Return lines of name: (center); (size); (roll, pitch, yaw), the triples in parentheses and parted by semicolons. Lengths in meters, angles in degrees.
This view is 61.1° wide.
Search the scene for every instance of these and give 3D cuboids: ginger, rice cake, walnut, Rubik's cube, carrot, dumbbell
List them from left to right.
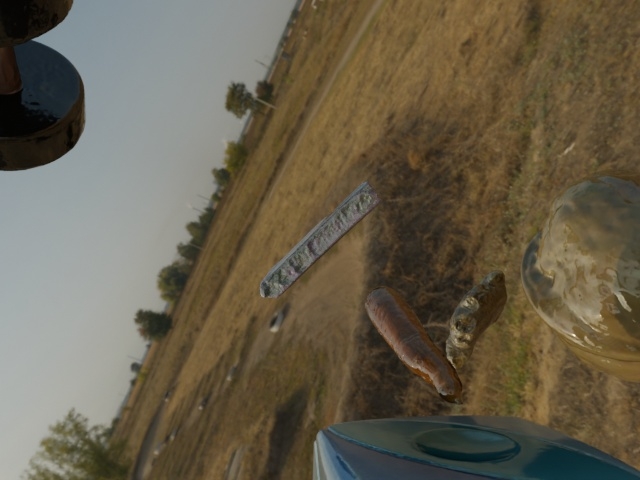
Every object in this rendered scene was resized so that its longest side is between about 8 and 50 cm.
dumbbell: (-0.303, -0.185, 0.501); (0.218, 0.152, 0.153); (120, 168, -54)
rice cake: (0.001, -0.001, 1.041); (0.298, 0.050, 0.106); (-43, 5, 16)
carrot: (0.112, 0.123, 0.684); (0.059, 0.059, 0.248); (-64, 22, 13)
Rubik's cube: (0.172, 0.414, 0.631); (0.351, 0.347, 0.352); (170, 99, -83)
ginger: (0.312, 0.156, 1.106); (0.213, 0.137, 0.074); (-44, 42, -20)
walnut: (0.538, 0.064, 0.948); (0.381, 0.381, 0.381); (-61, 13, 24)
